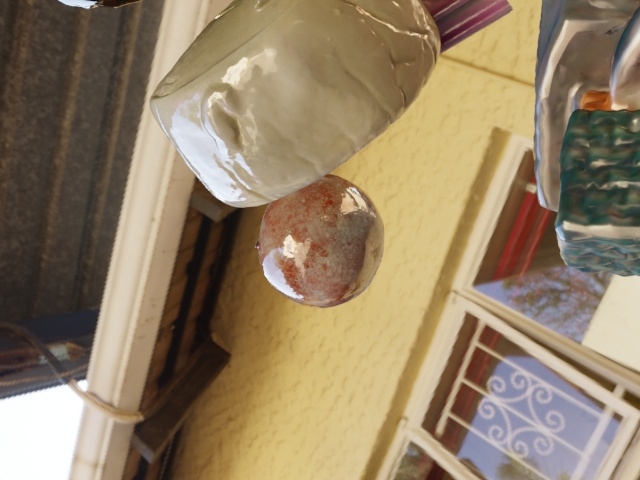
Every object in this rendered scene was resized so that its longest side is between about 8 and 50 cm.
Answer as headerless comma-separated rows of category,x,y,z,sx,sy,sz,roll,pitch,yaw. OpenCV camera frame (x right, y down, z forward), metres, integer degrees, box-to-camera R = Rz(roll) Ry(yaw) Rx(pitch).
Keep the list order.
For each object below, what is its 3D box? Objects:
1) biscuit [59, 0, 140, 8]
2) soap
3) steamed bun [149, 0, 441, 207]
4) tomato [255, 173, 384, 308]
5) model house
biscuit,-0.415,-0.621,1.312,0.407,0.407,0.091,-48,-7,-18
soap,0.163,-0.318,1.014,0.203,0.122,0.065,-28,-59,18
steamed bun,-0.043,-0.188,0.901,0.247,0.384,0.236,49,-150,-27
tomato,0.000,0.000,1.652,0.317,0.283,0.316,-26,-59,-56
model house,0.229,-0.064,0.341,0.301,0.272,0.190,-47,-43,-56
